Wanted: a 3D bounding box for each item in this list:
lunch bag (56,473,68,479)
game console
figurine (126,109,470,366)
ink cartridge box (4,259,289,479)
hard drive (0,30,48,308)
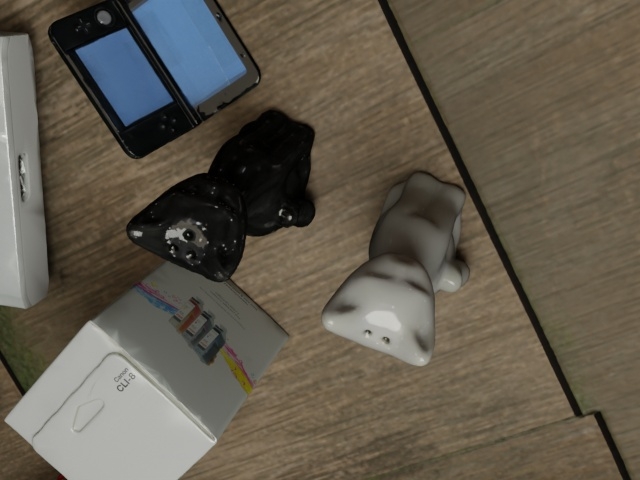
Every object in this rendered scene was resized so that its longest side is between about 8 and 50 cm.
[{"bbox_3d":[-0.185,0.385,0.821,0.258,0.120,0.293,21,112,8],"label":"lunch bag"},{"bbox_3d":[-0.128,-0.144,0.654,0.071,0.107,0.122,-24,101,51],"label":"game console"},{"bbox_3d":[0.000,0.000,0.586,0.214,0.209,0.092,23,113,8],"label":"figurine"},{"bbox_3d":[-0.132,0.110,0.681,0.127,0.176,0.128,44,115,-1],"label":"ink cartridge box"},{"bbox_3d":[-0.414,-0.076,0.747,0.353,0.047,0.233,7,110,14],"label":"hard drive"}]
